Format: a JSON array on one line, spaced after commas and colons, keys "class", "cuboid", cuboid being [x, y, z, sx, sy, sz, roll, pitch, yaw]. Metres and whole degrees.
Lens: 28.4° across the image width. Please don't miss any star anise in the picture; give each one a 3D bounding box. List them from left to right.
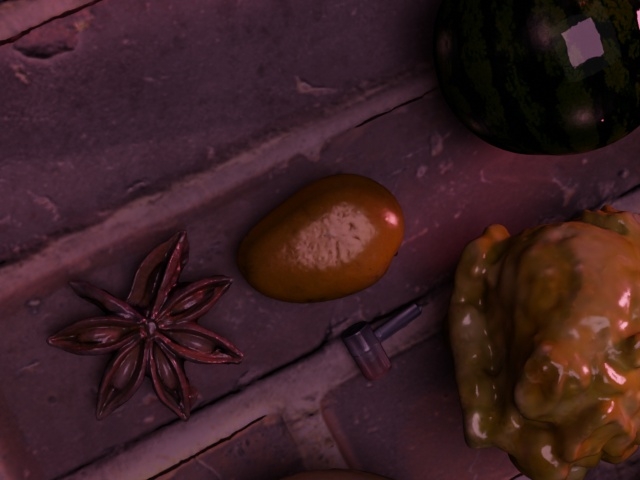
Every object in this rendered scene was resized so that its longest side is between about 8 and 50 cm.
[{"class": "star anise", "cuboid": [-0.182, 0.109, 1.394, 0.212, 0.073, 0.197, -25, 96, -7]}]

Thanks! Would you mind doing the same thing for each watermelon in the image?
[{"class": "watermelon", "cuboid": [0.257, -0.218, 1.385, 0.269, 0.269, 0.269, -1, 95, -13]}]

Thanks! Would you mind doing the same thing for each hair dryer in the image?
[{"class": "hair dryer", "cuboid": [0.085, 0.107, 1.480, 0.114, 0.037, 0.063, -35, 103, -16]}]

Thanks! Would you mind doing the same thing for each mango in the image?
[{"class": "mango", "cuboid": [0.000, 0.000, 1.419, 0.195, 0.098, 0.137, -14, 100, -4]}]

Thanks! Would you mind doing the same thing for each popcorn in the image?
[{"class": "popcorn", "cuboid": [0.279, 0.122, 1.405, 0.312, 0.312, 0.312, -1, 95, -13]}]

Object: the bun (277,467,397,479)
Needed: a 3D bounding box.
[{"class": "bun", "cuboid": [0.002, 0.429, 1.399, 0.364, 0.202, 0.364, 0, 91, -20]}]
